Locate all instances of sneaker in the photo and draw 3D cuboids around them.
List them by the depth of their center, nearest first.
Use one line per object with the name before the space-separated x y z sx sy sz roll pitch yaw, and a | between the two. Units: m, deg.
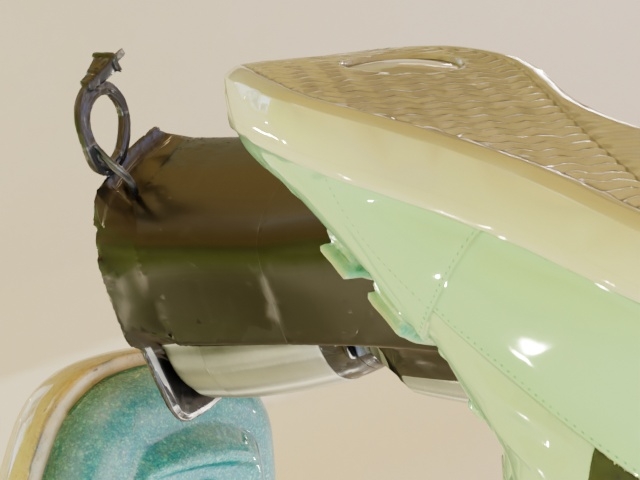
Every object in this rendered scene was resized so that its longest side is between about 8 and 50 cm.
sneaker | 0.046 0.032 0.570 0.094 0.151 0.256 -11 -156 -29

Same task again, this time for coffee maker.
coffee maker | 0.000 0.000 0.845 0.178 0.171 0.120 -5 -126 30

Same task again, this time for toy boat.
toy boat | -0.136 0.198 1.030 0.148 0.267 0.318 13 -166 43
